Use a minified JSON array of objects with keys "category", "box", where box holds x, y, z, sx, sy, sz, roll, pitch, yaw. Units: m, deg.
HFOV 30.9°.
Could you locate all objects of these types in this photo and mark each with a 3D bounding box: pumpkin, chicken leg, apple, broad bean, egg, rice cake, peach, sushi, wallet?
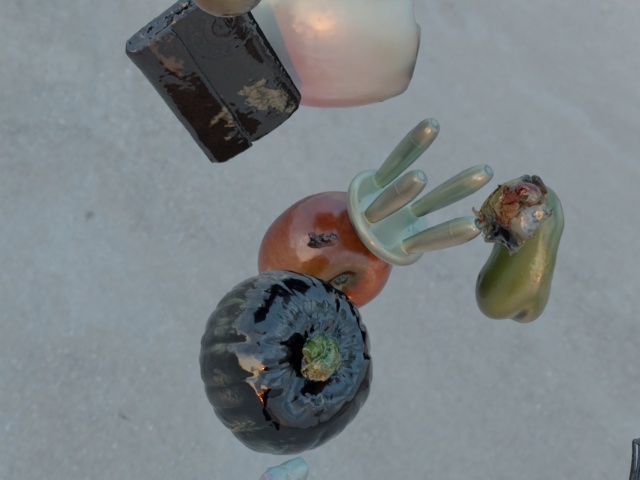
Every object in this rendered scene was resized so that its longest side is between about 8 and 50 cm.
[{"category":"pumpkin","box":[-0.035,0.184,1.830,0.295,0.296,0.296,22,33,-15]},{"category":"chicken leg","box":[0.000,0.001,1.807,0.083,0.036,0.021,5,60,-52]},{"category":"apple","box":[0.013,0.032,2.238,0.271,0.251,0.206,-17,53,-10]},{"category":"broad bean","box":[0.353,0.029,2.042,0.121,0.263,0.189,3,22,-13]},{"category":"egg","box":[-0.045,-0.380,1.856,0.339,0.354,0.354,-8,44,-11]},{"category":"rice cake","box":[-0.078,0.401,1.601,0.042,0.222,0.080,33,28,27]},{"category":"peach","box":[-0.086,-0.243,1.053,0.083,0.083,0.083,22,33,-15]},{"category":"sushi","box":[0.280,-0.037,1.692,0.097,0.226,0.103,-21,80,-3]},{"category":"wallet","box":[-0.137,-0.227,1.608,0.044,0.170,0.321,48,-3,31]}]

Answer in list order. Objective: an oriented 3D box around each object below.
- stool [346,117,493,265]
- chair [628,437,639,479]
[{"category":"stool","box":[0.179,-0.075,2.083,0.195,0.198,0.195,39,46,-22]},{"category":"chair","box":[0.573,0.485,2.203,0.084,0.101,0.212,27,58,-39]}]
